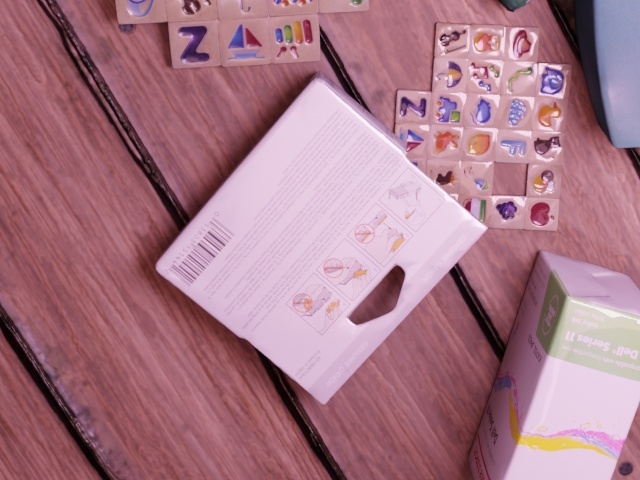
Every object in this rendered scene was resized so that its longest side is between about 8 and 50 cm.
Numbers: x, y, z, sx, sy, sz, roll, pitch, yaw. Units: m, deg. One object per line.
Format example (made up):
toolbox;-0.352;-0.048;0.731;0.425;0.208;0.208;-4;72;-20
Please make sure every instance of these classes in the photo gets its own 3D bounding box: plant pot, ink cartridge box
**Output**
plant pot;0.364;-0.227;1.525;0.165;0.165;0.234;-3;110;2
ink cartridge box;0.262;0.212;1.609;0.119;0.207;0.353;16;104;-4
ink cartridge box;0.000;0.000;1.631;0.261;0.066;0.296;40;104;-7

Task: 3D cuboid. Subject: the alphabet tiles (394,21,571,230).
alphabet tiles;0.185;-0.131;1.628;0.198;0.009;0.237;3;104;1

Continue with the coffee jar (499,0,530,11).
coffee jar;0.182;-0.346;1.536;0.184;0.079;0.096;44;104;-9

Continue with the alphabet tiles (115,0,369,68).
alphabet tiles;-0.093;-0.354;1.535;0.285;0.011;0.342;-4;117;-1
